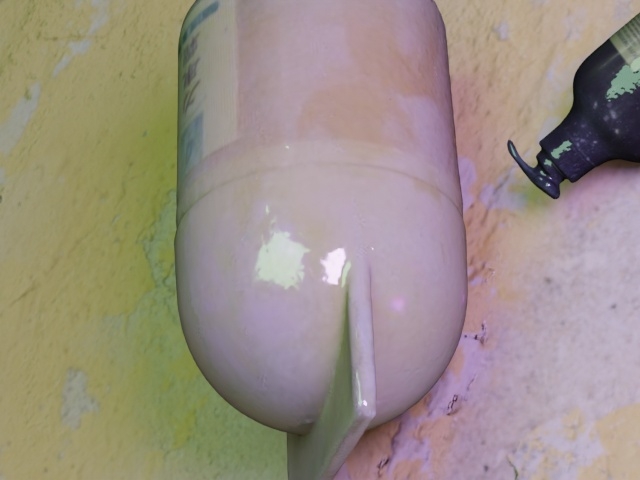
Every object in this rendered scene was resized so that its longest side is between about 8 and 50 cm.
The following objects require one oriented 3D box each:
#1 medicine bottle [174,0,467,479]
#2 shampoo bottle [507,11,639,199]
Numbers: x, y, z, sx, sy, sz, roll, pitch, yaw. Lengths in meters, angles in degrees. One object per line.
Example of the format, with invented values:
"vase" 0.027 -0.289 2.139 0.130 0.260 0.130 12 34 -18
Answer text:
"medicine bottle" 0.000 0.000 1.471 0.235 0.235 0.406 -19 56 27
"shampoo bottle" 0.274 -0.135 1.430 0.284 0.101 0.101 -40 50 13
